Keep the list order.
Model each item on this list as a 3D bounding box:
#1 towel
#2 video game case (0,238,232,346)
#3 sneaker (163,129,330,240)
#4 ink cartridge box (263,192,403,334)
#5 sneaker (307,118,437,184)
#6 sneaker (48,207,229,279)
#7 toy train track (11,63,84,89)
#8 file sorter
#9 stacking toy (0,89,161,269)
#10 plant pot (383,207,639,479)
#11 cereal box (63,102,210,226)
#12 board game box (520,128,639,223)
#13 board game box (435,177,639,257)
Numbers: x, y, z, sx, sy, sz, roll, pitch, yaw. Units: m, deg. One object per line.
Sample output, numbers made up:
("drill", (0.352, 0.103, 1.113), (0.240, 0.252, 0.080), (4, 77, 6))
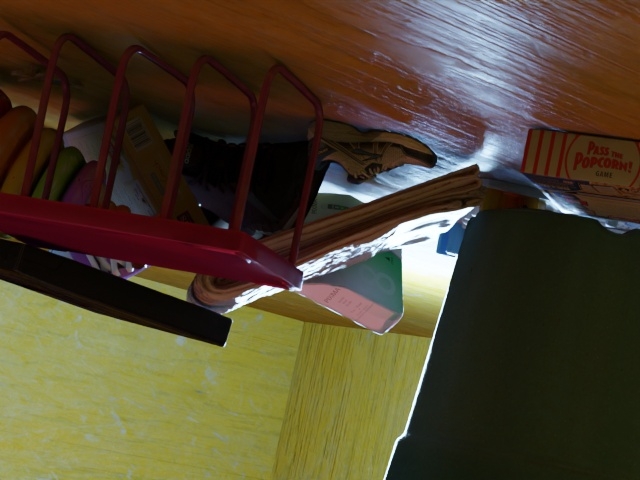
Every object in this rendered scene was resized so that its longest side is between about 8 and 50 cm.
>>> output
("towel", (0.007, 0.011, 1.825), (0.317, 0.053, 0.332), (-19, 176, -8))
("video game case", (-0.271, 0.043, 1.767), (0.275, 0.035, 0.248), (24, 171, -40))
("sneaker", (-0.101, -0.073, 1.855), (0.162, 0.106, 0.281), (26, 163, -14))
("ink cartridge box", (0.000, 0.000, 2.067), (0.225, 0.181, 0.056), (29, 126, -21))
("sneaker", (0.050, -0.081, 1.674), (0.135, 0.058, 0.052), (10, 173, 11))
("sneaker", (-0.228, -0.002, 2.102), (0.282, 0.102, 0.161), (-29, -165, 1))
("toy train track", (-0.282, -0.170, 1.721), (0.083, 0.014, 0.048), (10, 169, -42))
("file sorter", (-0.163, -0.079, 1.543), (0.291, 0.182, 0.202), (9, 172, 16))
("stacking toy", (-0.291, -0.049, 1.789), (0.302, 0.175, 0.166), (26, 174, 3))
("plant pot", (0.244, 0.156, 1.725), (0.341, 0.334, 0.341), (11, 172, 2))
("cereal box", (-0.216, -0.064, 1.907), (0.047, 0.173, 0.240), (-32, -168, -20))
("board game box", (0.281, -0.053, 1.551), (0.147, 0.045, 0.193), (9, 173, 20))
("board game box", (0.346, 0.015, 1.991), (0.390, 0.050, 0.390), (12, 173, -2))
